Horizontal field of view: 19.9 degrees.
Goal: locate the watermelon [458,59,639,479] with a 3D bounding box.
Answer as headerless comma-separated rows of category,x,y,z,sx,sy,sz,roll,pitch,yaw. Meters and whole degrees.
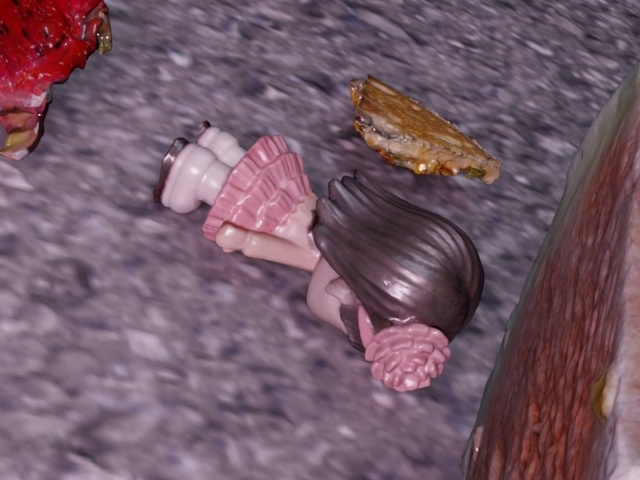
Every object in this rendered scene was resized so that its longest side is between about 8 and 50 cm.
watermelon,0.100,0.092,0.500,0.201,0.212,0.262,-16,44,-34

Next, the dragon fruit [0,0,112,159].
dragon fruit,-0.155,-0.095,0.645,0.147,0.096,0.102,54,30,-23

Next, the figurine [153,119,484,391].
figurine,0.000,0.000,0.662,0.129,0.054,0.072,34,31,11

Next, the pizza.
pizza,0.032,-0.046,0.800,0.083,0.025,0.078,38,23,30
